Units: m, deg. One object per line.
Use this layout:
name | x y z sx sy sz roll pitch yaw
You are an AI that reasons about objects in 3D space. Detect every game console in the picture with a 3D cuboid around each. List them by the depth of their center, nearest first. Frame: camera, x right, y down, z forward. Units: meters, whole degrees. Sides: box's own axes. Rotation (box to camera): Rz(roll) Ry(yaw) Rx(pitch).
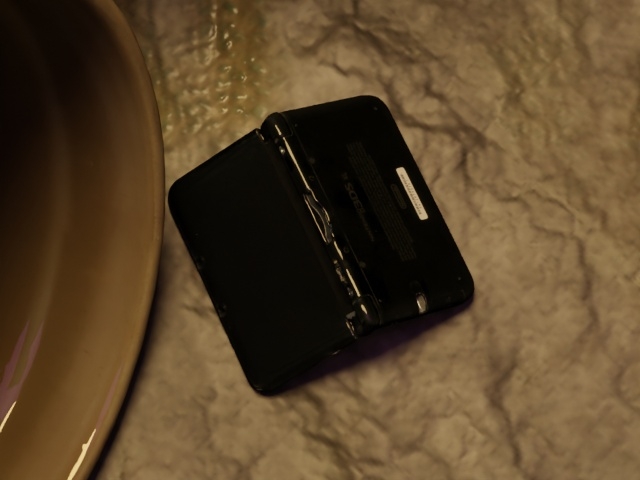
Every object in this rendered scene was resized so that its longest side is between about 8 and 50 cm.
game console | 0.000 0.000 0.975 0.107 0.071 0.122 -15 71 -34

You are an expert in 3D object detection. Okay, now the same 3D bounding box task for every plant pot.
plant pot | -0.269 0.001 0.858 0.280 0.323 0.323 16 73 25
